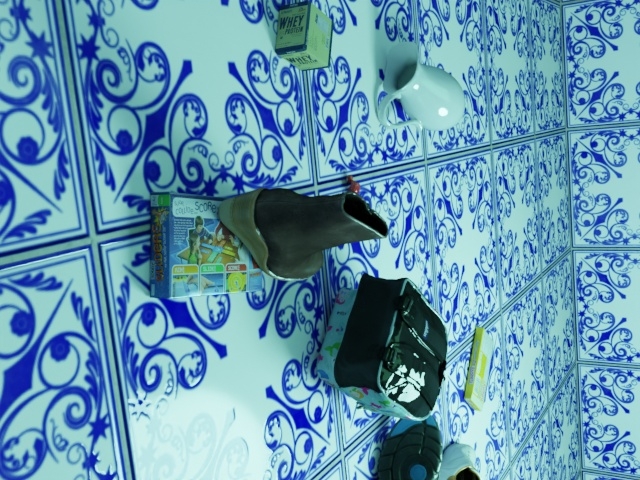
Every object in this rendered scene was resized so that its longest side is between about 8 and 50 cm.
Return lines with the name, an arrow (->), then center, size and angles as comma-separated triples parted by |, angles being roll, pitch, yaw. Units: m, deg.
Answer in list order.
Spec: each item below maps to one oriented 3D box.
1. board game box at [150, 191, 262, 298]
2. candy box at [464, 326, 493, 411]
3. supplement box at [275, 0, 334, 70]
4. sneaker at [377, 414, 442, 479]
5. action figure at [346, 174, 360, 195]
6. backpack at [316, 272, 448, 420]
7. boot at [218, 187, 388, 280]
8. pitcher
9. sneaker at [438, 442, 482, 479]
board game box -> -0.150, 0.007, 0.971 | 0.201, 0.035, 0.136 | 2, 88, -59
candy box -> 0.435, 0.352, 1.938 | 0.105, 0.027, 0.206 | 49, 50, -50
supplement box -> -0.025, -0.333, 1.158 | 0.083, 0.056, 0.083 | 18, 75, -57
sneaker -> 0.178, 0.523, 1.457 | 0.139, 0.124, 0.341 | 47, 54, -72
action figure -> 0.069, -0.069, 1.338 | 0.038, 0.030, 0.115 | -37, 116, -59
backpack -> 0.124, 0.201, 1.271 | 0.253, 0.191, 0.225 | 40, 59, -43
boot -> 0.000, 0.000, 0.985 | 0.248, 0.206, 0.090 | 37, 59, -54
pitcher -> 0.209, -0.294, 1.503 | 0.207, 0.125, 0.178 | 26, 88, -45
sneaker -> 0.342, 0.568, 1.695 | 0.290, 0.123, 0.106 | -8, 95, -60
